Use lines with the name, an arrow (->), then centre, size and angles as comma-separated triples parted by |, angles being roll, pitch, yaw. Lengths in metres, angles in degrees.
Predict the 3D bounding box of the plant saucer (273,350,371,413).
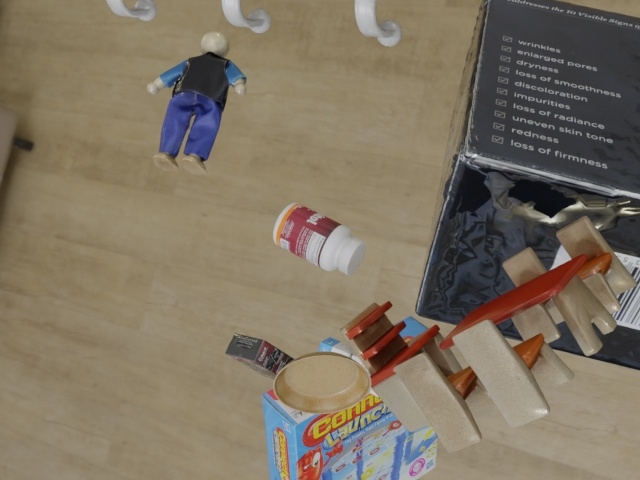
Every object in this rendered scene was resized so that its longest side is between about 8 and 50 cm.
plant saucer -> 0.001, 0.118, 0.695 | 0.083, 0.083, 0.015 | -27, 40, 21

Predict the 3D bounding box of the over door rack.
over door rack -> -0.014, -0.311, 0.629 | 0.239, 0.108, 0.324 | 11, 85, 24

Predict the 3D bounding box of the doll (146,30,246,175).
doll -> -0.151, -0.174, 0.987 | 0.129, 0.046, 0.189 | 8, 70, 17

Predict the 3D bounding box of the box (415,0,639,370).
box -> 0.418, -0.091, 1.158 | 0.479, 0.297, 0.472 | 14, 44, 5

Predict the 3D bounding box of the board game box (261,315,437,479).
board game box -> 0.061, 0.320, 1.351 | 0.086, 0.308, 0.302 | 35, 139, 42

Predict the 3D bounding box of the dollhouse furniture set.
dollhouse furniture set -> 0.151, 0.085, 0.817 | 0.259, 0.262, 0.135 | -36, 87, 42

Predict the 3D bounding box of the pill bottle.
pill bottle -> 0.000, 0.000, 1.423 | 0.152, 0.086, 0.086 | 27, 93, 22

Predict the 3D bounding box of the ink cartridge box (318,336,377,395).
ink cartridge box -> 0.036, 0.150, 0.942 | 0.083, 0.028, 0.048 | 19, 104, 22

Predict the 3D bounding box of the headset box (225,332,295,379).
headset box -> -0.076, 0.150, 1.046 | 0.062, 0.083, 0.032 | 4, 62, 47
